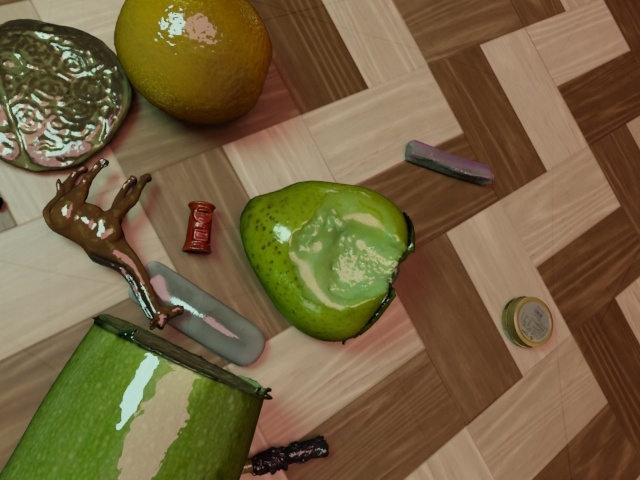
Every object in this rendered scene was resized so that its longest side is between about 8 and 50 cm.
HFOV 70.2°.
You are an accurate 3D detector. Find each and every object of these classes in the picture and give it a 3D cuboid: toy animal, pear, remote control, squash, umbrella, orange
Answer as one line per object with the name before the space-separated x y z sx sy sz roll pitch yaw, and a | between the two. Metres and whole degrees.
toy animal | -0.295 0.003 0.674 0.224 0.066 0.229 15 64 -16
pear | 0.000 0.000 0.746 0.293 0.159 0.292 4 77 -17
remote control | -0.186 0.118 0.710 0.229 0.044 0.073 36 72 -10
squash | -0.240 0.307 0.537 0.263 0.263 0.384 27 71 -14
umbrella | -0.057 0.342 0.717 0.144 0.037 0.040 -4 59 -22
orange | -0.191 -0.293 0.701 0.236 0.236 0.236 4 78 -20

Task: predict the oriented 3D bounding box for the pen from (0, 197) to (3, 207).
pen | -0.553 -0.066 0.620 0.204 0.025 0.025 7 77 -19

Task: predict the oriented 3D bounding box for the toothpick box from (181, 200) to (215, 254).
toothpick box | -0.195 -0.021 0.733 0.047 0.047 0.083 7 77 -19

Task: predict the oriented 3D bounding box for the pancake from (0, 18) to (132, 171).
pancake | -0.419 -0.228 0.693 0.250 0.031 0.250 4 76 -17

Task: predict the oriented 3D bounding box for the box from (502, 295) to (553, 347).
box | 0.425 0.167 0.933 0.106 0.037 0.105 4 77 -20

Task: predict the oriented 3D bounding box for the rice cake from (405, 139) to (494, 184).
rice cake | 0.269 -0.159 0.941 0.207 0.036 0.047 15 70 -16
